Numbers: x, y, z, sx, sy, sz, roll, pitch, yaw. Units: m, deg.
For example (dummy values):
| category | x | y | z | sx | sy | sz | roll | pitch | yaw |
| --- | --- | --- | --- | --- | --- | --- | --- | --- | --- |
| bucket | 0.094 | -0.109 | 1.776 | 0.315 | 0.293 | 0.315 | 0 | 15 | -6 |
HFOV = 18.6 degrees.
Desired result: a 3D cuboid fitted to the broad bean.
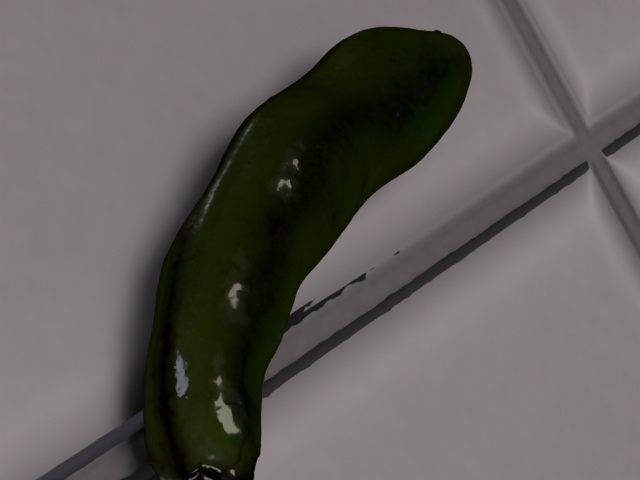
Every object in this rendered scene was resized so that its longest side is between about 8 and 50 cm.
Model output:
| category | x | y | z | sx | sy | sz | roll | pitch | yaw |
| --- | --- | --- | --- | --- | --- | --- | --- | --- | --- |
| broad bean | -0.004 | -0.003 | 0.565 | 0.069 | 0.039 | 0.227 | 40 | 45 | -17 |
